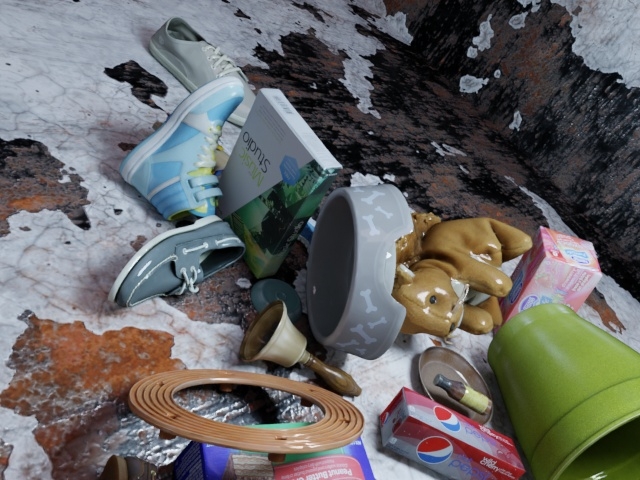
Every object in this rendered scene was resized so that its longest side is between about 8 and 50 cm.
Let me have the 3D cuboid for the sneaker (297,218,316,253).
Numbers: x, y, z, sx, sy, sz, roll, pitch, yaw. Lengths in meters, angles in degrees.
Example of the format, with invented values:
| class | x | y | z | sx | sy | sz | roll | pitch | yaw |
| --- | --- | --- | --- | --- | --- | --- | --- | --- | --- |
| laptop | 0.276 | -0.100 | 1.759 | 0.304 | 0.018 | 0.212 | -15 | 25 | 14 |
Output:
| class | x | y | z | sx | sy | sz | roll | pitch | yaw |
| --- | --- | --- | --- | --- | --- | --- | --- | --- | --- |
| sneaker | 0.000 | 0.000 | 1.278 | 0.083 | 0.071 | 0.190 | -6 | 52 | -51 |

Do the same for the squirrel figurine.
| class | x | y | z | sx | sy | sz | roll | pitch | yaw |
| --- | --- | --- | --- | --- | --- | --- | --- | --- | --- |
| squirrel figurine | 0.247 | 0.080 | 1.280 | 0.370 | 0.281 | 0.397 | -25 | 52 | -40 |

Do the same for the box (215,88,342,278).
| class | x | y | z | sx | sy | sz | roll | pitch | yaw |
| --- | --- | --- | --- | --- | --- | --- | --- | --- | --- |
| box | -0.108 | -0.109 | 1.091 | 0.058 | 0.322 | 0.232 | -12 | 56 | -42 |

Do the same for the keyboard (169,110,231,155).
| class | x | y | z | sx | sy | sz | roll | pitch | yaw |
| --- | --- | --- | --- | --- | --- | --- | --- | --- | --- |
| keyboard | -0.284 | -0.253 | 1.377 | 0.256 | 0.014 | 0.072 | 44 | 36 | 11 |

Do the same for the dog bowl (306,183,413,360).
| class | x | y | z | sx | sy | sz | roll | pitch | yaw |
| --- | --- | --- | --- | --- | --- | --- | --- | --- | --- |
| dog bowl | 0.060 | 0.054 | 1.044 | 0.102 | 0.348 | 0.348 | 7 | 42 | -16 |

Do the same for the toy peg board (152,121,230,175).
| class | x | y | z | sx | sy | sz | roll | pitch | yaw |
| --- | --- | --- | --- | --- | --- | --- | --- | --- | --- |
| toy peg board | -0.307 | -0.198 | 1.257 | 0.161 | 0.079 | 0.160 | 41 | 19 | 6 |

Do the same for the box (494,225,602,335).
| class | x | y | z | sx | sy | sz | roll | pitch | yaw |
| --- | --- | --- | --- | --- | --- | --- | --- | --- | --- |
| box | 0.574 | 0.137 | 1.380 | 0.142 | 0.300 | 0.154 | 19 | 36 | 4 |

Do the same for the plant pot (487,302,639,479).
| class | x | y | z | sx | sy | sz | roll | pitch | yaw |
| --- | --- | --- | --- | --- | --- | --- | --- | --- | --- |
| plant pot | 0.553 | 0.332 | 1.152 | 0.366 | 0.366 | 0.353 | 16 | 28 | -26 |

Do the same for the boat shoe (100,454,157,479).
| class | x | y | z | sx | sy | sz | roll | pitch | yaw |
| --- | --- | --- | --- | --- | --- | --- | --- | --- | --- |
| boat shoe | -0.227 | 0.357 | 0.647 | 0.073 | 0.073 | 0.207 | 31 | 24 | -32 |

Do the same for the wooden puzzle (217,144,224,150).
| class | x | y | z | sx | sy | sz | roll | pitch | yaw |
| --- | --- | --- | --- | --- | --- | --- | --- | --- | --- |
| wooden puzzle | -0.288 | -0.259 | 1.289 | 0.116 | 0.014 | 0.078 | 48 | 17 | 25 |

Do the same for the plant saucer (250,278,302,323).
| class | x | y | z | sx | sy | sz | roll | pitch | yaw |
| --- | --- | --- | --- | --- | --- | --- | --- | --- | --- |
| plant saucer | -0.086 | 0.121 | 1.102 | 0.119 | 0.021 | 0.119 | 23 | 36 | -18 |

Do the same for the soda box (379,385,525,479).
| class | x | y | z | sx | sy | sz | roll | pitch | yaw |
| --- | --- | --- | --- | --- | --- | --- | --- | --- | --- |
| soda box | 0.246 | 0.382 | 1.005 | 0.263 | 0.092 | 0.083 | 29 | 21 | -11 |

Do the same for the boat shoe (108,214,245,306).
| class | x | y | z | sx | sy | sz | roll | pitch | yaw |
| --- | --- | --- | --- | --- | --- | --- | --- | --- | --- |
| boat shoe | -0.247 | 0.044 | 0.976 | 0.099 | 0.116 | 0.319 | 36 | 30 | 7 |

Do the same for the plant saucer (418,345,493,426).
| class | x | y | z | sx | sy | sz | roll | pitch | yaw |
| --- | --- | --- | --- | --- | --- | --- | --- | --- | --- |
| plant saucer | 0.289 | 0.325 | 1.168 | 0.199 | 0.036 | 0.198 | 23 | 36 | -18 |

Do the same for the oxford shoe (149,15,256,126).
| class | x | y | z | sx | sy | sz | roll | pitch | yaw |
| --- | --- | --- | --- | --- | --- | --- | --- | --- | --- |
| oxford shoe | -0.305 | -0.482 | 1.530 | 0.449 | 0.130 | 0.169 | 42 | 33 | 6 |

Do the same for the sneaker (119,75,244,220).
| class | x | y | z | sx | sy | sz | roll | pitch | yaw |
| --- | --- | --- | --- | --- | --- | --- | --- | --- | --- |
| sneaker | -0.237 | -0.169 | 1.101 | 0.208 | 0.319 | 0.127 | 50 | 11 | 7 |

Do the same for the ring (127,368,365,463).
| class | x | y | z | sx | sy | sz | roll | pitch | yaw |
| --- | --- | --- | --- | --- | --- | --- | --- | --- | --- |
| ring | -0.103 | 0.244 | 0.767 | 0.337 | 0.032 | 0.336 | 10 | -2 | 0 |

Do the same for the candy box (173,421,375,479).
| class | x | y | z | sx | sy | sz | roll | pitch | yaw |
| --- | --- | --- | --- | --- | --- | --- | --- | --- | --- |
| candy box | -0.036 | 0.416 | 0.711 | 0.268 | 0.122 | 0.317 | 9 | 43 | -32 |

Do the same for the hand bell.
| class | x | y | z | sx | sy | sz | roll | pitch | yaw |
| --- | --- | --- | --- | --- | --- | --- | --- | --- | --- |
| hand bell | -0.016 | 0.226 | 0.994 | 0.242 | 0.126 | 0.126 | 37 | 33 | -21 |

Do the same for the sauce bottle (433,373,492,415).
| class | x | y | z | sx | sy | sz | roll | pitch | yaw |
| --- | --- | --- | --- | --- | --- | --- | --- | --- | --- |
| sauce bottle | 0.296 | 0.319 | 1.112 | 0.128 | 0.042 | 0.042 | 32 | 35 | -9 |
